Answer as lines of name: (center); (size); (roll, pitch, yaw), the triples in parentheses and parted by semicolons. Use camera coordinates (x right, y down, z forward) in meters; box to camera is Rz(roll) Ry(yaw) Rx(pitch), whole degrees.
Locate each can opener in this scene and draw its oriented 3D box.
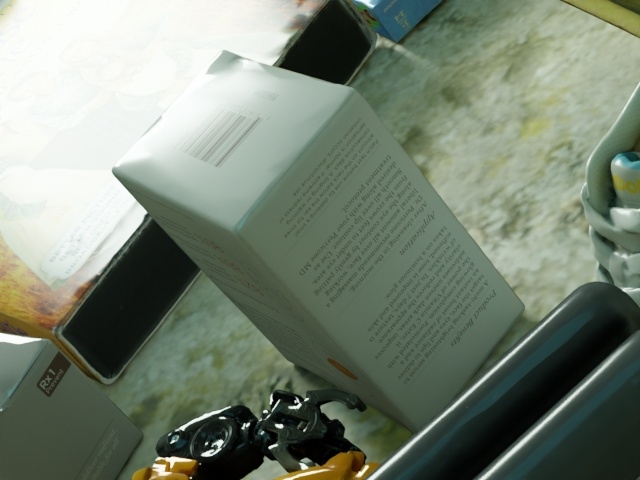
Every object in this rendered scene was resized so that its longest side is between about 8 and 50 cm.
can opener: (0.014, 0.112, 0.552); (0.283, 0.095, 0.076); (-42, 37, -3)

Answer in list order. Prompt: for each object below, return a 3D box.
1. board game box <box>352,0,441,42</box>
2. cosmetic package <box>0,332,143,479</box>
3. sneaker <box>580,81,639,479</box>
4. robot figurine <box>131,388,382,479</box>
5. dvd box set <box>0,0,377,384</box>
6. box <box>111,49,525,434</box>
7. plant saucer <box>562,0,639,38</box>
board game box: (0.051, -0.234, 1.094); (0.160, 0.039, 0.211); (-43, 36, -6)
cosmetic package: (-0.236, 0.123, 0.908); (0.238, 0.107, 0.127); (8, 56, 43)
sneaker: (0.150, 0.006, 0.641); (0.087, 0.092, 0.228); (27, 103, 58)
robot figurine: (0.002, 0.168, 0.659); (0.291, 0.085, 0.211); (-1, 50, 41)
dvd box set: (-0.191, -0.074, 1.116); (0.420, 0.062, 0.307); (16, 61, 49)
box: (0.000, 0.000, 0.769); (0.091, 0.170, 0.130); (-50, 37, -12)
plant saucer: (0.315, -0.177, 0.760); (0.333, 0.081, 0.333); (-41, 36, -3)
